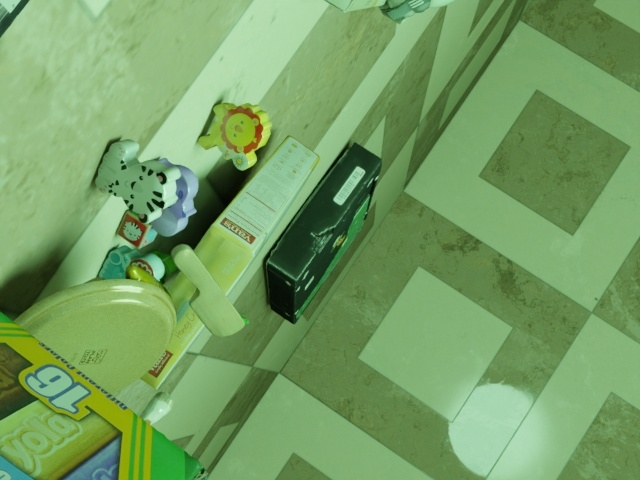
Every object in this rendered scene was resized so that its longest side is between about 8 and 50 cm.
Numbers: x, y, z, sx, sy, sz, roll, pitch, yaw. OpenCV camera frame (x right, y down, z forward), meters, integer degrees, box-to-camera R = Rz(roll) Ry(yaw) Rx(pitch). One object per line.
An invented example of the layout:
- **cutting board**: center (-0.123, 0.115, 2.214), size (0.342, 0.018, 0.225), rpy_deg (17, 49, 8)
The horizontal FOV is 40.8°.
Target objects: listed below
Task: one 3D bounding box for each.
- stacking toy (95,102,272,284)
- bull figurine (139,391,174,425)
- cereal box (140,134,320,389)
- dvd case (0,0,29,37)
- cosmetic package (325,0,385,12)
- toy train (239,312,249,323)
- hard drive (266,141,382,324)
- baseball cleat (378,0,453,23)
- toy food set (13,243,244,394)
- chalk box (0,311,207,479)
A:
- **stacking toy**: center (-0.128, 0.002, 0.656), size (0.221, 0.052, 0.167), rpy_deg (-59, 172, 26)
- **bull figurine**: center (-0.219, 0.216, 0.795), size (0.188, 0.101, 0.310), rpy_deg (-50, 170, -51)
- **cereal box**: center (-0.086, 0.012, 0.806), size (0.173, 0.047, 0.240), rpy_deg (-53, -176, 28)
- **dvd case**: center (-0.150, -0.093, 0.244), size (0.164, 0.018, 0.221), rpy_deg (-54, 173, -6)
- **cosmetic package**: center (0.036, -0.233, 0.739), size (0.060, 0.041, 0.115), rpy_deg (-60, 172, 27)
- **toy train**: center (-0.127, 0.125, 1.325), size (0.023, 0.017, 0.083), rpy_deg (-45, 172, -3)
- **hard drive**: center (0.000, 0.000, 1.422), size (0.236, 0.064, 0.339), rpy_deg (-54, 172, -14)
- **baseball cleat**: center (0.097, -0.288, 0.857), size (0.110, 0.072, 0.205), rpy_deg (-19, -148, 28)
- **toy food set**: center (-0.157, 0.066, 0.577), size (0.192, 0.038, 0.132), rpy_deg (-29, 146, -6)
- **chalk box**: center (-0.207, 0.161, 0.354), size (0.180, 0.179, 0.289), rpy_deg (-57, 172, 13)
